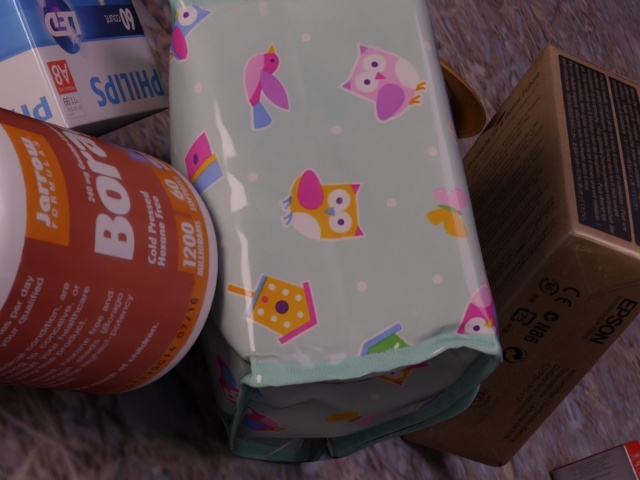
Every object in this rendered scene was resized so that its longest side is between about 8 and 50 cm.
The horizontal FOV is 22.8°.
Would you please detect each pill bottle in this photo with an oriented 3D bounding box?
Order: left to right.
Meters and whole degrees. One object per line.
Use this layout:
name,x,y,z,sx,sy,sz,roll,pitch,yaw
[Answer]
pill bottle,-0.149,0.002,0.691,0.216,0.121,0.121,15,53,-59

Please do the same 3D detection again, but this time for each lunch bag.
lunch bag,0.000,0.000,0.891,0.262,0.160,0.223,102,-22,-72

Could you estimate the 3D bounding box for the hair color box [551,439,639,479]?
hair color box,0.254,0.245,1.324,0.043,0.072,0.141,1,67,-63

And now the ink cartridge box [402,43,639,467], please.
ink cartridge box,0.143,0.013,1.119,0.088,0.235,0.193,19,43,-15

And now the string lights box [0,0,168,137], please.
string lights box,-0.178,-0.172,0.820,0.260,0.076,0.133,69,20,-3

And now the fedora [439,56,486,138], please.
fedora,0.020,-0.100,1.133,0.194,0.194,0.079,38,72,-44
